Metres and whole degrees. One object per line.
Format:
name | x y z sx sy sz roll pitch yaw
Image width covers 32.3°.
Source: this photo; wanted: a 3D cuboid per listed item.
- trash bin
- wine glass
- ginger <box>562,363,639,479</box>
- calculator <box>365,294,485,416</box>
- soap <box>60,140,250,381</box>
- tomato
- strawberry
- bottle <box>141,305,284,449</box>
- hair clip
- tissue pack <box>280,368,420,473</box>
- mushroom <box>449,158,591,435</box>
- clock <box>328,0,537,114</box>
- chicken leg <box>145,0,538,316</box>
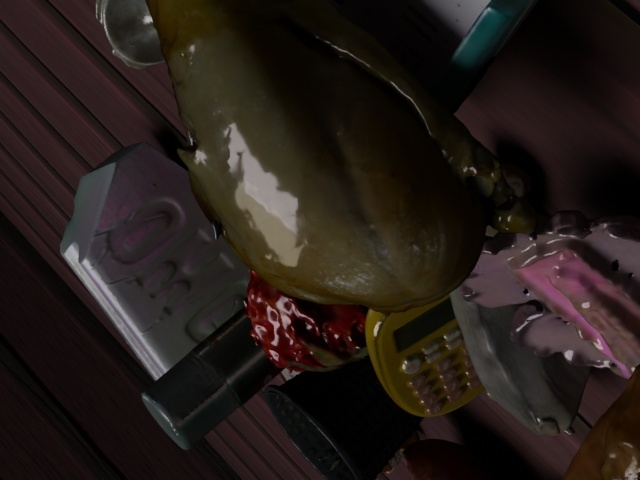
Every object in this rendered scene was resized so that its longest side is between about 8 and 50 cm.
trash bin | 0.046 0.192 1.310 0.175 0.161 0.175 42 158 21
wine glass | -0.101 -0.176 0.999 0.232 0.156 0.156 39 159 44
ginger | 0.257 0.107 0.644 0.321 0.172 0.165 101 164 -50
calculator | 0.107 0.073 0.972 0.032 0.146 0.235 48 164 44
soap | -0.206 0.041 1.533 0.347 0.208 0.115 57 159 -15
tomato | 0.185 0.328 1.282 0.228 0.101 0.228 -22 -90 -82
strawberry | 0.000 0.000 1.057 0.205 0.205 0.244 132 118 -71
bottle | -0.062 0.106 1.201 0.082 0.286 0.082 44 160 20
hair clip | 0.230 0.084 0.793 0.173 0.069 0.300 -24 114 42
tissue pack | 0.018 0.191 1.483 0.183 0.092 0.226 20 146 56
mushroom | 0.156 0.053 0.895 0.096 0.099 0.278 -11 122 25
clock | 0.031 -0.191 0.727 0.231 0.116 0.262 44 162 5
chicken leg | -0.050 -0.134 0.659 0.201 0.152 0.429 -15 112 54
